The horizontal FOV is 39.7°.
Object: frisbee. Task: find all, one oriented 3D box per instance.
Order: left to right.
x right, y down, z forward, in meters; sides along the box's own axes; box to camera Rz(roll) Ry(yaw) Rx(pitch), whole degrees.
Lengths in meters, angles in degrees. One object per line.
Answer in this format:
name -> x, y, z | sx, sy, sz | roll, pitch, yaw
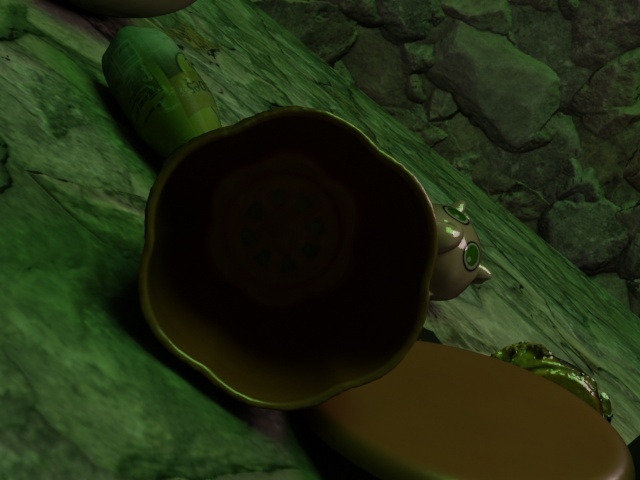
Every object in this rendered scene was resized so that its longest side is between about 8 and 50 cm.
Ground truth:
frisbee -> 0.102, 0.126, 0.642 | 0.251, 0.021, 0.251 | 10, 16, -3

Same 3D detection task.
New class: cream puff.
cream puff -> 0.193, 0.157, 0.802 | 0.133, 0.119, 0.104 | 54, -5, 7

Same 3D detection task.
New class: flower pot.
flower pot -> -0.025, 0.005, 0.621 | 0.191, 0.190, 0.173 | 39, 1, -7

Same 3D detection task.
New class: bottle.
bottle -> -0.130, -0.108, 0.833 | 0.083, 0.083, 0.269 | 22, 25, -49

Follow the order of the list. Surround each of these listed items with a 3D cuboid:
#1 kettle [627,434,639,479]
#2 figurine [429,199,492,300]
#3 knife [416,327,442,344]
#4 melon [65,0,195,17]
kettle -> 0.344, 0.186, 0.673 | 0.228, 0.324, 0.321 | 40, 15, -3
figurine -> 0.136, 0.011, 1.064 | 0.138, 0.125, 0.125 | 6, 35, -43
knife -> 0.116, 0.110, 0.942 | 0.072, 0.019, 0.245 | 28, 22, -52
melon -> -0.247, -0.383, 1.064 | 0.223, 0.223, 0.317 | 45, 19, 15
